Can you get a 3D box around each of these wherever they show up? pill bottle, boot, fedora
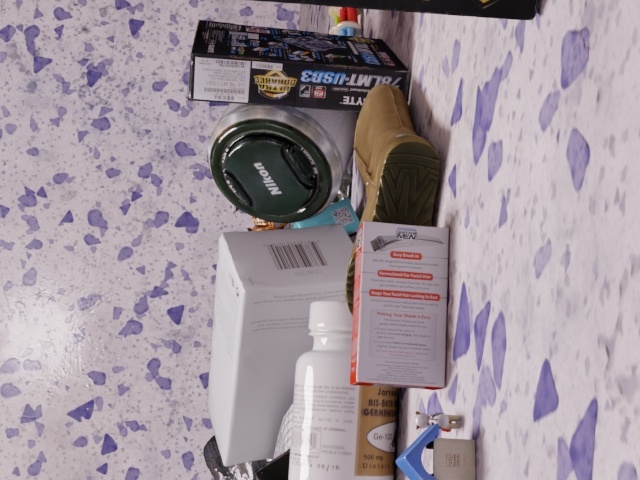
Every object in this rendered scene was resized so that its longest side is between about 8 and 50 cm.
[{"bbox_3d":[0.032,0.194,1.269,0.131,0.131,0.229,129,145,-80],"label":"pill bottle"},{"bbox_3d":[0.079,-0.052,1.246,0.269,0.089,0.236,-103,28,-70],"label":"boot"},{"bbox_3d":[-0.130,0.450,1.994,0.334,0.153,0.334,61,172,15],"label":"fedora"}]

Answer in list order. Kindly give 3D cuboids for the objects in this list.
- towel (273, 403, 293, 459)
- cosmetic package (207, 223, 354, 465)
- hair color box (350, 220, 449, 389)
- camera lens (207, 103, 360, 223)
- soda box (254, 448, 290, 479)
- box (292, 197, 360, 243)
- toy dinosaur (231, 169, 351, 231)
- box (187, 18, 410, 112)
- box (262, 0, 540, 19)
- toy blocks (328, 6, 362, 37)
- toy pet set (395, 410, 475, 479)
[{"bbox_3d":[-0.009,0.421,1.592,0.235,0.121,0.283,-95,12,-48],"label":"towel"},{"bbox_3d":[-0.061,0.175,1.667,0.156,0.217,0.385,-118,31,-48],"label":"cosmetic package"},{"bbox_3d":[0.082,0.068,1.058,0.053,0.093,0.167,122,152,-77],"label":"hair color box"},{"bbox_3d":[-0.050,-0.179,1.678,0.274,0.219,0.219,-69,-9,-48],"label":"camera lens"},{"bbox_3d":[-0.003,0.287,1.348,0.060,0.169,0.053,59,169,7],"label":"soda box"},{"bbox_3d":[0.000,0.000,1.793,0.244,0.101,0.060,117,130,-75],"label":"box"},{"bbox_3d":[-0.056,-0.120,1.909,0.164,0.218,0.322,-92,9,-52],"label":"toy dinosaur"},{"bbox_3d":[-0.038,-0.253,1.471,0.295,0.293,0.073,-103,19,-69],"label":"box"},{"bbox_3d":[0.010,-0.271,0.881,0.257,0.322,0.079,-95,10,-60],"label":"box"},{"bbox_3d":[0.046,-0.396,1.917,0.123,0.054,0.148,107,165,-63],"label":"toy blocks"},{"bbox_3d":[0.098,0.215,0.936,0.114,0.065,0.122,112,161,-72],"label":"toy pet set"}]
